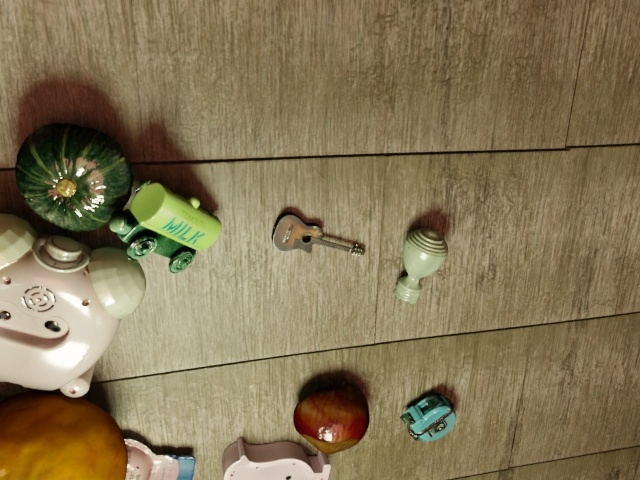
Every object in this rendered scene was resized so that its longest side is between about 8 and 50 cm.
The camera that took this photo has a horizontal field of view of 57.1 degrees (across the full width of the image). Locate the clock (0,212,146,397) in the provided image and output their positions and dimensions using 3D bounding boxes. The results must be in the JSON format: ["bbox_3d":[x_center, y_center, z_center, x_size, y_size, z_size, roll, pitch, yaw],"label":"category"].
[{"bbox_3d":[-0.546,0.125,1.158,0.342,0.184,0.326,19,114,-27],"label":"clock"}]

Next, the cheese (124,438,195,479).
[{"bbox_3d":[-0.451,0.560,1.428,0.286,0.074,0.189,6,109,-17],"label":"cheese"}]

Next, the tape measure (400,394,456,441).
[{"bbox_3d":[0.302,0.486,1.607,0.146,0.081,0.125,-34,126,0],"label":"tape measure"}]

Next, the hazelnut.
[{"bbox_3d":[0.035,0.451,1.491,0.170,0.160,0.201,-41,154,16],"label":"hazelnut"}]

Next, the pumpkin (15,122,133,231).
[{"bbox_3d":[-0.463,-0.121,1.115,0.211,0.152,0.212,-6,116,-12],"label":"pumpkin"}]

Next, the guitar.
[{"bbox_3d":[0.000,0.000,1.362,0.233,0.025,0.088,14,106,-21],"label":"guitar"}]

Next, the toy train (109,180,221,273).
[{"bbox_3d":[-0.301,-0.030,1.175,0.157,0.105,0.253,-44,155,5],"label":"toy train"}]

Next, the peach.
[{"bbox_3d":[-0.575,0.476,1.229,0.342,0.301,0.343,0,104,-2],"label":"peach"}]

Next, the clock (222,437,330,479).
[{"bbox_3d":[-0.149,0.662,1.551,0.275,0.080,0.290,19,103,-21],"label":"clock"}]

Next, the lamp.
[{"bbox_3d":[0.235,0.058,1.415,0.106,0.106,0.193,11,117,-19],"label":"lamp"}]
